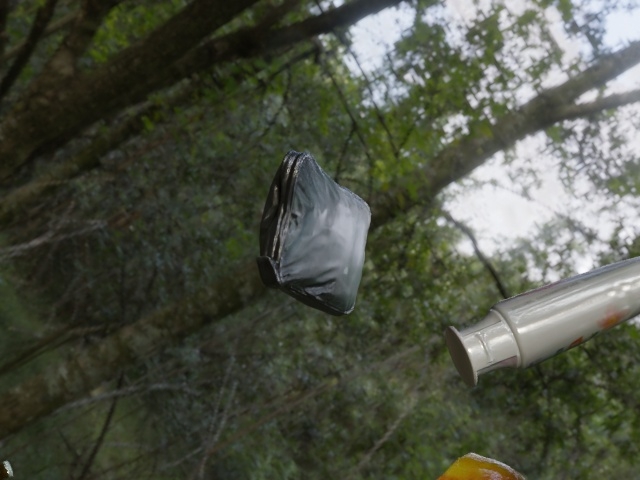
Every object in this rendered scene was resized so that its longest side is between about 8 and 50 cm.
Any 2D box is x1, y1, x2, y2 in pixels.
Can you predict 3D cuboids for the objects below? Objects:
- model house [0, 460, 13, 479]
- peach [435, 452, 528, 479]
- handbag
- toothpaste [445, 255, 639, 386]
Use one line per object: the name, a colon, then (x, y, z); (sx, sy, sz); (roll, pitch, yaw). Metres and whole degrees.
model house: (-0.455, 0.283, 0.911); (0.198, 0.215, 0.224); (-4, 58, -56)
peach: (0.126, 0.248, 0.693); (0.151, 0.151, 0.118); (59, -7, -11)
handbag: (-0.001, -0.001, 1.248); (0.332, 0.074, 0.192); (33, 67, -66)
toothpaste: (0.275, 0.050, 0.808); (0.100, 0.323, 0.066); (119, -50, -78)
